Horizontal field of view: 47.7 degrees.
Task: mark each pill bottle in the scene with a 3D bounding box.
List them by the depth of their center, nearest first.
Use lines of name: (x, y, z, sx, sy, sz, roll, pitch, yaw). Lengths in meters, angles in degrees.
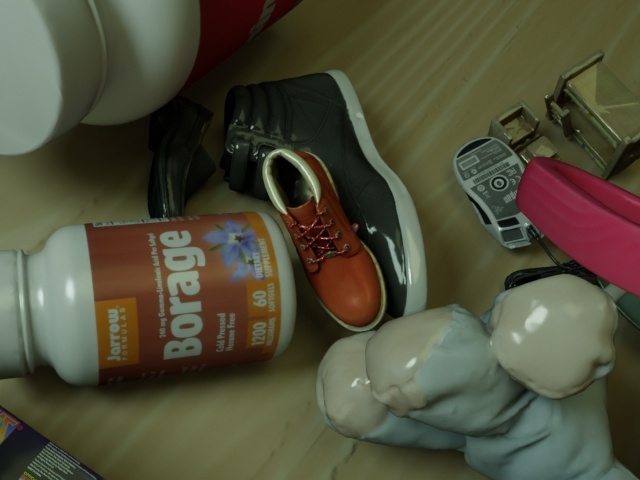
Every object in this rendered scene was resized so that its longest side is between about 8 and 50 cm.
pill bottle: (-0.136, 0.044, 0.549, 0.216, 0.121, 0.121, -6, 59, -21)
pill bottle: (-0.163, -0.244, 0.634, 0.229, 0.229, 0.408, 31, 43, 5)

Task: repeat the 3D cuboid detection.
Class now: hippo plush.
hippo plush: (0.139, 0.168, 0.539, 0.294, 0.234, 0.237, 11, 63, -64)

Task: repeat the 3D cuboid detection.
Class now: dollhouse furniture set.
dollhouse furniture set: (0.301, -0.087, 0.820, 0.160, 0.101, 0.182, -32, 69, -6)

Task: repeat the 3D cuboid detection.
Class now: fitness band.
fitness band: (0.276, -0.005, 0.583, 0.208, 0.054, 0.291, 15, 18, -10)

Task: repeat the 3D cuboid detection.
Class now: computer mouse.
computer mouse: (0.204, -0.027, 0.748, 0.106, 0.042, 0.193, -27, 62, 2)

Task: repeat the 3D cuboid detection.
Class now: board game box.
board game box: (-0.211, 0.140, 0.447, 0.170, 0.141, 0.048, 33, 55, 6)

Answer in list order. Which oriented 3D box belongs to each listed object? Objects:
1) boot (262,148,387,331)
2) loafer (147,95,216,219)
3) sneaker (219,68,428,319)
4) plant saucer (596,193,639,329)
boot: (0.000, 0.000, 0.562, 0.059, 0.084, 0.158, -28, 81, 8)
loafer: (-0.126, -0.071, 0.671, 0.061, 0.062, 0.170, 7, 56, -19)
sneaker: (-0.010, -0.040, 0.665, 0.146, 0.105, 0.296, -9, 55, -19)
plant saucer: (0.360, 0.039, 0.764, 0.194, 0.037, 0.195, 9, 55, -13)
